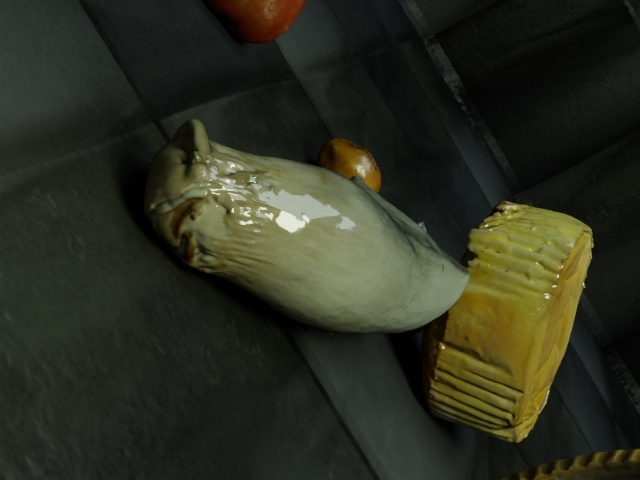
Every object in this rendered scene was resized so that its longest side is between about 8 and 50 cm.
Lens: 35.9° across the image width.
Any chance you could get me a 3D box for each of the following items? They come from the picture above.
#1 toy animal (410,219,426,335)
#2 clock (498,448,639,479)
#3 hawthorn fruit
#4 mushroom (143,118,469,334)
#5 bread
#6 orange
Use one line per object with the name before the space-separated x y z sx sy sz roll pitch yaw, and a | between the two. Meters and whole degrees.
toy animal | 0.113 0.045 1.164 0.124 0.071 0.085 64 18 11
clock | 0.083 0.218 0.398 0.200 0.317 0.244 61 15 -20
hawthorn fruit | -0.067 -0.292 1.125 0.125 0.140 0.125 50 -17 22
mushroom | 0.000 0.000 0.834 0.177 0.126 0.397 48 13 19
bread | 0.195 0.085 1.059 0.179 0.133 0.250 -18 123 -57
orange | 0.028 -0.078 1.135 0.086 0.062 0.086 42 -27 28
